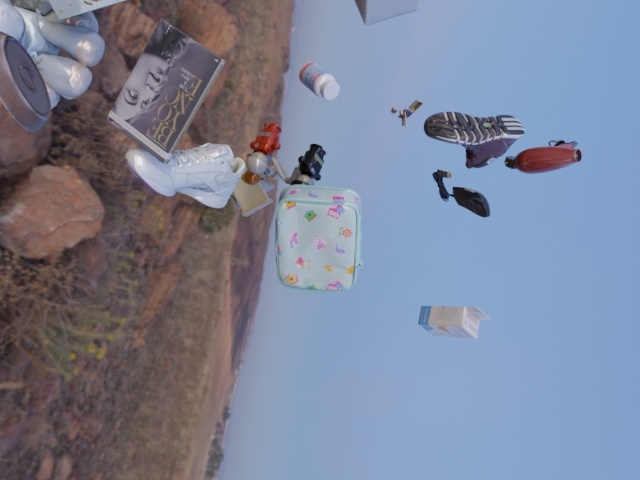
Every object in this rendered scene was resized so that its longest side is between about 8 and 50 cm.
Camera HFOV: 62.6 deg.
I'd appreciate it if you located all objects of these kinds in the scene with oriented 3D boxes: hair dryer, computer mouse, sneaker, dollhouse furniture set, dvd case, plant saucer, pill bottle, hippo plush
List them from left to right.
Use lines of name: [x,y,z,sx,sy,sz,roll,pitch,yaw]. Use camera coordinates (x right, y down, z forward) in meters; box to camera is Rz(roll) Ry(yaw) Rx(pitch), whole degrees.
plant saucer: [-0.483,-0.259,0.849,0.168,0.029,0.168,162,-90,-87]
hippo plush: [-0.606,-0.441,1.066,0.294,0.234,0.236,55,3,20]
dvd case: [-0.293,-0.278,0.984,0.221,0.165,0.018,-57,163,12]
sneaker: [-0.283,-0.166,1.133,0.152,0.114,0.305,-49,156,15]
dollhouse furniture set: [-0.220,-0.172,1.861,0.160,0.212,0.242,63,12,8]
pill bottle: [-0.002,-0.556,1.847,0.160,0.087,0.087,49,-43,39]
dollhouse furniture set: [0.349,-0.512,2.107,0.114,0.091,0.081,-39,-140,51]
computer mouse: [0.545,-0.195,2.011,0.060,0.184,0.262,-43,-141,-11]
sneaker: [0.397,-0.255,1.430,0.162,0.282,0.106,106,-20,-53]
hair dryer: [0.692,-0.270,1.587,0.293,0.224,0.080,-86,152,-72]

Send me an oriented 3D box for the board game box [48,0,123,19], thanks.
board game box: [-0.385,-0.560,1.052,0.224,0.304,0.097,-109,-179,-49]

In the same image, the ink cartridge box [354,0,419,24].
ink cartridge box: [0.093,-0.582,0.974,0.197,0.114,0.272,83,-12,-71]

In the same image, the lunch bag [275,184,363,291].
lunch bag: [0.000,0.000,1.326,0.107,0.224,0.279,-87,178,-56]

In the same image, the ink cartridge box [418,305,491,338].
ink cartridge box: [0.393,0.239,1.541,0.181,0.104,0.061,-5,-121,41]

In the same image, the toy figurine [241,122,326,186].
toy figurine: [-0.108,-0.200,1.462,0.148,0.213,0.209,-69,-169,-16]

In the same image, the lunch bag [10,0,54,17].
lunch bag: [-0.712,-0.663,1.312,0.169,0.287,0.235,52,7,-48]
